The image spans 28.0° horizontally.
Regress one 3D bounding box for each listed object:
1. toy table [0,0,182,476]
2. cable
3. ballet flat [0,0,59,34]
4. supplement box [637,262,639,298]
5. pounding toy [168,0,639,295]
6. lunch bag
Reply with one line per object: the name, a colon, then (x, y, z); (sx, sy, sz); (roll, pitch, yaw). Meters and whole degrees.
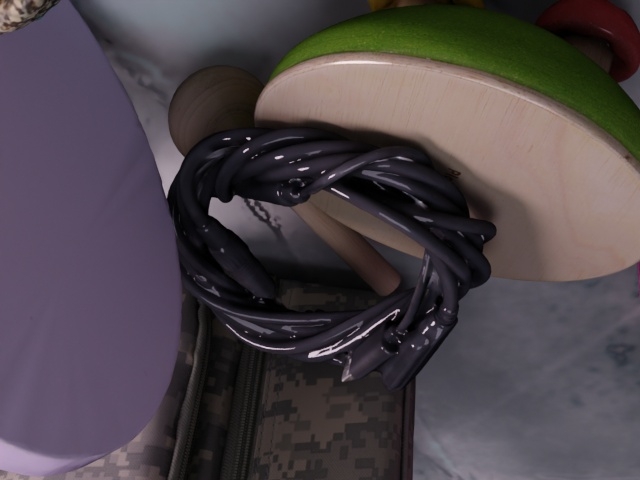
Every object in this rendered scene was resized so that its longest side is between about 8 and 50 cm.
toy table: (-0.193, -0.010, 0.590); (0.252, 0.274, 0.161); (0, 158, -44)
cable: (0.000, 0.000, 0.594); (0.150, 0.047, 0.184); (30, 148, 3)
ballet flat: (-0.182, -0.260, 0.357); (0.164, 0.182, 0.483); (-9, 133, 20)
supplement box: (0.229, 0.109, 0.644); (0.111, 0.220, 0.114); (-10, 135, 20)
pounding toy: (0.058, -0.067, 0.593); (0.183, 0.110, 0.237); (33, 155, -29)
lunch bag: (-0.087, 0.164, 0.695); (0.256, 0.305, 0.212); (8, 136, 0)
